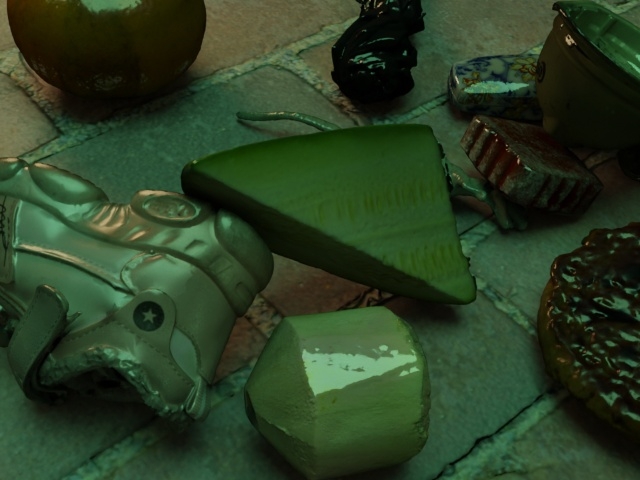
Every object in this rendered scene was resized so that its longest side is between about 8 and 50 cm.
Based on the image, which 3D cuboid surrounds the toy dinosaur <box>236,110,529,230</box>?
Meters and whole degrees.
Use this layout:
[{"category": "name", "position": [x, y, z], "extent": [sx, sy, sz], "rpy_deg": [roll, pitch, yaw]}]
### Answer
[{"category": "toy dinosaur", "position": [0.058, -0.091, 1.057], "extent": [0.383, 0.076, 0.129], "rpy_deg": [26, 21, 9]}]

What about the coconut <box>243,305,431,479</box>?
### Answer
[{"category": "coconut", "position": [0.010, 0.134, 0.803], "extent": [0.152, 0.147, 0.147], "rpy_deg": [-8, 48, -10]}]

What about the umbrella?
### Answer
[{"category": "umbrella", "position": [0.088, -0.299, 1.264], "extent": [0.118, 0.118, 0.340], "rpy_deg": [10, 41, 4]}]

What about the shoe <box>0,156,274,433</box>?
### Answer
[{"category": "shoe", "position": [-0.231, 0.050, 0.843], "extent": [0.350, 0.172, 0.198], "rpy_deg": [7, 64, 20]}]

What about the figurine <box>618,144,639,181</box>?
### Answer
[{"category": "figurine", "position": [0.503, -0.117, 1.114], "extent": [0.271, 0.143, 0.143], "rpy_deg": [-8, 42, 22]}]

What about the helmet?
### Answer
[{"category": "helmet", "position": [0.317, -0.171, 1.066], "extent": [0.204, 0.137, 0.257], "rpy_deg": [47, 31, 17]}]

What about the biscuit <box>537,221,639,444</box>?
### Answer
[{"category": "biscuit", "position": [0.384, 0.099, 0.917], "extent": [0.334, 0.081, 0.289], "rpy_deg": [5, 47, 5]}]

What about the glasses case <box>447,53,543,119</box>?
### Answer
[{"category": "glasses case", "position": [0.290, -0.200, 1.200], "extent": [0.247, 0.065, 0.087], "rpy_deg": [1, 46, -6]}]

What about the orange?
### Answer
[{"category": "orange", "position": [-0.263, -0.273, 1.143], "extent": [0.240, 0.171, 0.240], "rpy_deg": [6, 46, -6]}]

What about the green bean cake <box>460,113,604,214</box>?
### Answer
[{"category": "green bean cake", "position": [0.242, -0.086, 1.067], "extent": [0.135, 0.056, 0.136], "rpy_deg": [9, 33, -34]}]

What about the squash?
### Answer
[{"category": "squash", "position": [0.000, 0.000, 0.887], "extent": [0.288, 0.203, 0.111], "rpy_deg": [-17, 4, -37]}]
